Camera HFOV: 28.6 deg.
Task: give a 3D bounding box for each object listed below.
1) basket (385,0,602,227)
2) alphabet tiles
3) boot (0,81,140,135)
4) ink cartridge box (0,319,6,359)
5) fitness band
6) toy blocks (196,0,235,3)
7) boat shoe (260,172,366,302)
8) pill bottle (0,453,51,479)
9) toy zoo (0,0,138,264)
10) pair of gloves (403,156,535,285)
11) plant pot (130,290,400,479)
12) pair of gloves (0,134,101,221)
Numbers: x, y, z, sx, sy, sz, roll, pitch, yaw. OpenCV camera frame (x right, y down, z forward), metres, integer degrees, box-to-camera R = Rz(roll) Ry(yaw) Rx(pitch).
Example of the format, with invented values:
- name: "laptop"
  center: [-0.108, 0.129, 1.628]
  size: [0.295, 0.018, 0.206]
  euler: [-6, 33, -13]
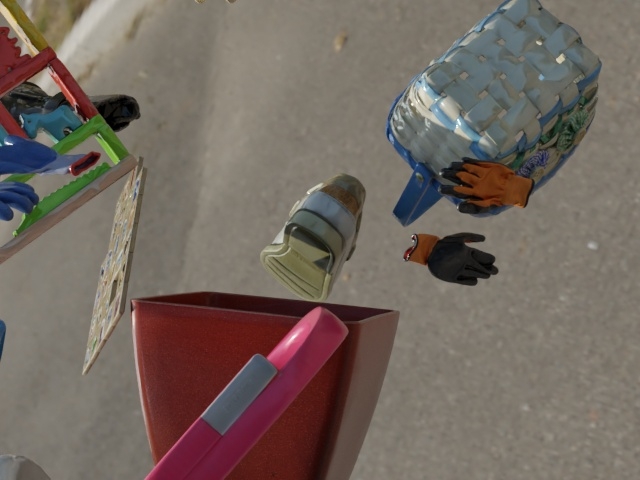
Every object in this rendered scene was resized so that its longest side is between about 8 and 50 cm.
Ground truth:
- name: "basket"
  center: [0.198, -0.138, 1.507]
  size: [0.255, 0.201, 0.289]
  euler: [-42, -7, -14]
- name: "alphabet tiles"
  center: [-0.251, 0.023, 1.546]
  size: [0.198, 0.009, 0.237]
  euler: [129, 151, -55]
- name: "boot"
  center: [-0.362, -0.176, 1.767]
  size: [0.263, 0.229, 0.091]
  euler: [-50, -43, -72]
- name: "ink cartridge box"
  center: [-0.307, 0.088, 0.758]
  size: [0.190, 0.140, 0.082]
  euler: [-46, -17, -55]
- name: "fitness band"
  center: [-0.084, 0.178, 1.183]
  size: [0.291, 0.054, 0.209]
  euler: [-47, -4, -2]
- name: "toy blocks"
  center: [-0.097, -0.376, 1.827]
  size: [0.123, 0.148, 0.054]
  euler: [-41, -50, -65]
- name: "boat shoe"
  center: [0.000, 0.000, 1.674]
  size: [0.103, 0.113, 0.302]
  euler: [-52, 2, -19]
- name: "pill bottle"
  center: [-0.328, 0.275, 0.892]
  size: [0.302, 0.169, 0.169]
  euler: [-19, 40, 1]
- name: "toy zoo"
  center: [-0.355, -0.142, 1.322]
  size: [0.192, 0.293, 0.030]
  euler: [-38, 6, -21]
- name: "pair of gloves"
  center: [0.095, -0.011, 0.794]
  size: [0.010, 0.074, 0.083]
  euler: [40, 111, 53]
- name: "plant pot"
  center: [-0.065, 0.192, 1.503]
  size: [0.267, 0.267, 0.235]
  euler: [0, -85, -76]
- name: "pair of gloves"
  center: [-0.308, -0.059, 1.161]
  size: [0.198, 0.159, 0.023]
  euler: [-48, -42, -59]
